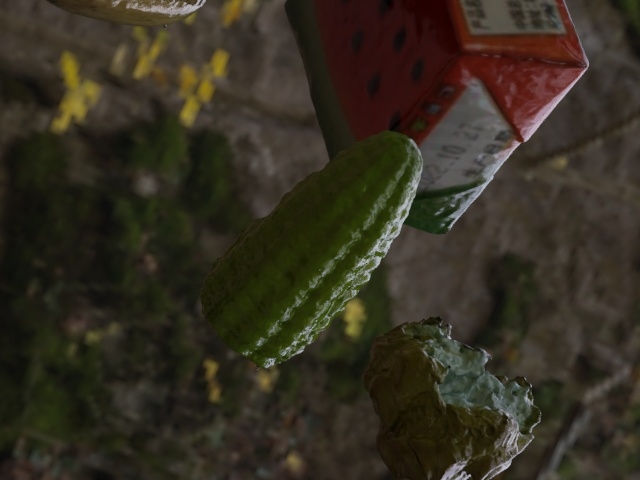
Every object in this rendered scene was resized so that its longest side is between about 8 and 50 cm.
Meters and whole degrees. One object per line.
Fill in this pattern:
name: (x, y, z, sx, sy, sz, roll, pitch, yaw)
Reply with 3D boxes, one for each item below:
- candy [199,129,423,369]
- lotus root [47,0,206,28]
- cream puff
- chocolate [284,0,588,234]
candy: (0.000, 0.000, 1.397, 0.209, 0.096, 0.097, -47, -157, 25)
lotus root: (-0.222, -0.321, 2.155, 0.146, 0.284, 0.160, -30, -112, 45)
cream puff: (0.095, 0.143, 1.555, 0.121, 0.156, 0.156, -45, -156, 26)
chocolate: (0.117, -0.244, 2.236, 0.341, 0.161, 0.360, -52, -134, 46)
